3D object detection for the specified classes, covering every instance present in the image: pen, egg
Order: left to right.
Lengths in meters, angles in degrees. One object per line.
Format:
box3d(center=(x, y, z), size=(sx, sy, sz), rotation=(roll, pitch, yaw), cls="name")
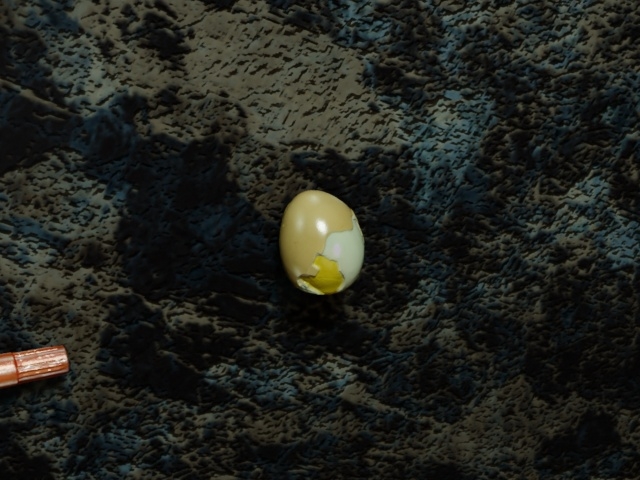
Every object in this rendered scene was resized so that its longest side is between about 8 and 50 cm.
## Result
box3d(center=(-0.316, 0.115, 1.515), size=(0.239, 0.028, 0.028), rotation=(-10, 119, -17), cls="pen")
box3d(center=(0.000, 0.000, 1.557), size=(0.071, 0.071, 0.083), rotation=(-17, 116, -13), cls="egg")
